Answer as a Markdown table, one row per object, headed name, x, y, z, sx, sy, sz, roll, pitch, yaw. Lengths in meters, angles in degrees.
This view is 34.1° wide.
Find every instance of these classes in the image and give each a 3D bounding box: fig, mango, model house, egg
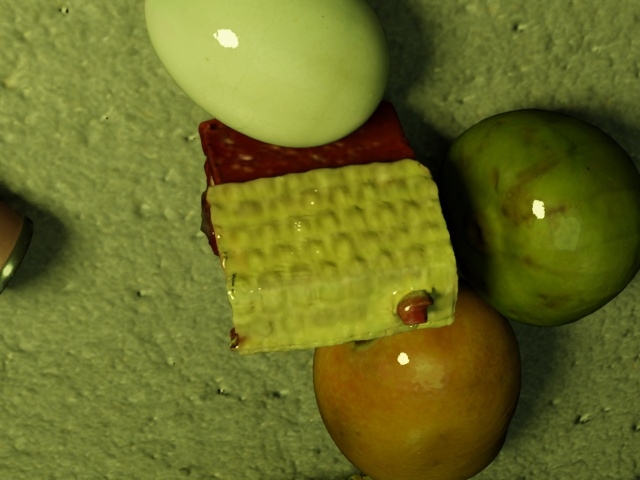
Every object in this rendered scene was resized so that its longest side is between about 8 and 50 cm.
| name | x | y | z | sx | sy | sz | roll | pitch | yaw |
| --- | --- | --- | --- | --- | --- | --- | --- | --- | --- |
| fig | 0.224 | -0.029 | 0.973 | 0.225 | 0.203 | 0.203 | -9 | 127 | -32 |
| mango | 0.105 | 0.157 | 1.079 | 0.211 | 0.173 | 0.317 | -18 | 139 | 3 |
| model house | 0.000 | 0.000 | 0.901 | 0.196 | 0.254 | 0.160 | -9 | 121 | -8 |
| egg | -0.043 | -0.160 | 0.847 | 0.209 | 0.151 | 0.151 | 24 | 115 | -16 |

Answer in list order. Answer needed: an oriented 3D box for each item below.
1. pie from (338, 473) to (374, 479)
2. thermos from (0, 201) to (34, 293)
| name | x | y | z | sx | sy | sz | roll | pitch | yaw |
| --- | --- | --- | --- | --- | --- | --- | --- | --- | --- |
| pie | -0.023 | 0.436 | 1.238 | 0.418 | 0.180 | 0.395 | -3 | 122 | 0 |
| thermos | -0.412 | -0.049 | 0.854 | 0.330 | 0.109 | 0.136 | 37 | 83 | -30 |
